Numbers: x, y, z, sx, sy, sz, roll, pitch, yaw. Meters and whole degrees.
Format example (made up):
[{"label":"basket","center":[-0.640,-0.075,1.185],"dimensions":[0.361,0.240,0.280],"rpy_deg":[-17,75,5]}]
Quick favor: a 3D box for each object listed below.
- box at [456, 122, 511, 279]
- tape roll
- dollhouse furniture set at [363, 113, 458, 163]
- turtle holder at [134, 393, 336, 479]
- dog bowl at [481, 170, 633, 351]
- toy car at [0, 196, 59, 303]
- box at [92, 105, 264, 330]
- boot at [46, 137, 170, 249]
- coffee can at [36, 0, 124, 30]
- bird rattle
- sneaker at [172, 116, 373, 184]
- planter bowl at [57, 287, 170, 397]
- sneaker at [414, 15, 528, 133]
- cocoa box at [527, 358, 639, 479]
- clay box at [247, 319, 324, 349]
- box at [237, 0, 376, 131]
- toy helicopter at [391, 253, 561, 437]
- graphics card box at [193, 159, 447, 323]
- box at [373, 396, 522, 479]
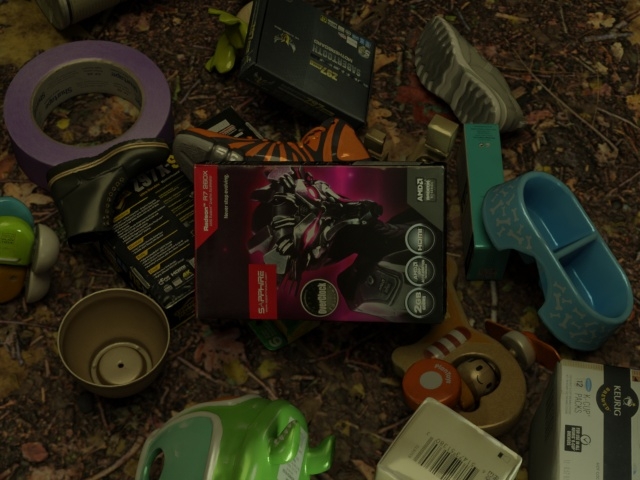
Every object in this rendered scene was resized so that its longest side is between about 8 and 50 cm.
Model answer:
[{"label":"box","center":[0.262,-0.064,2.027],"dimensions":[0.060,0.100,0.244],"rpy_deg":[1,58,-2]},{"label":"tape roll","center":[-0.385,-0.205,2.105],"dimensions":[0.274,0.090,0.275],"rpy_deg":[1,56,-1]},{"label":"dollhouse furniture set","center":[0.118,-0.129,2.016],"dimensions":[0.161,0.182,0.101],"rpy_deg":[26,60,14]},{"label":"turtle holder","center":[-0.126,0.366,1.689],"dimensions":[0.227,0.243,0.320],"rpy_deg":[5,96,19]},{"label":"dog bowl","center":[0.369,0.023,1.922],"dimensions":[0.166,0.074,0.297],"rpy_deg":[-22,78,-44]},{"label":"toy car","center":[-0.487,0.008,1.917],"dimensions":[0.159,0.182,0.136],"rpy_deg":[6,49,-20]},{"label":"box","center":[-0.191,-0.042,2.015],"dimensions":[0.322,0.079,0.257],"rpy_deg":[-35,63,-21]},{"label":"boot","center":[-0.315,-0.070,1.950],"dimensions":[0.197,0.077,0.137],"rpy_deg":[-20,63,2]},{"label":"coffee can","center":[-0.383,-0.521,2.242],"dimensions":[0.275,0.201,0.201],"rpy_deg":[-29,62,-18]},{"label":"bird rattle","center":[-0.090,-0.375,2.233],"dimensions":[0.207,0.143,0.253],"rpy_deg":[34,49,5]},{"label":"sneaker","center":[-0.061,-0.125,1.970],"dimensions":[0.321,0.125,0.180],"rpy_deg":[26,55,1]},{"label":"planter bowl","center":[-0.300,0.167,1.857],"dimensions":[0.162,0.109,0.162],"rpy_deg":[1,57,-2]},{"label":"sneaker","center":[0.257,-0.277,2.187],"dimensions":[0.115,0.105,0.281],"rpy_deg":[6,45,-39]},{"label":"cocoa box","center":[0.403,0.370,1.674],"dimensions":[0.227,0.231,0.347],"rpy_deg":[8,58,2]},{"label":"clay box","center":[-0.021,0.067,1.963],"dimensions":[0.222,0.053,0.127],"rpy_deg":[-30,63,-20]},{"label":"box","center":[-0.018,-0.306,2.130],"dimensions":[0.232,0.059,0.183],"rpy_deg":[26,55,-25]},{"label":"toy helicopter","center":[0.216,0.144,1.881],"dimensions":[0.234,0.140,0.355],"rpy_deg":[-12,46,-2]},{"label":"graphics card box","center":[0.000,0.000,1.827],"dimensions":[0.370,0.094,0.233],"rpy_deg":[1,96,7]},{"label":"box","center":[0.150,0.347,1.634],"dimensions":[0.148,0.311,0.121],"rpy_deg":[32,62,18]}]
